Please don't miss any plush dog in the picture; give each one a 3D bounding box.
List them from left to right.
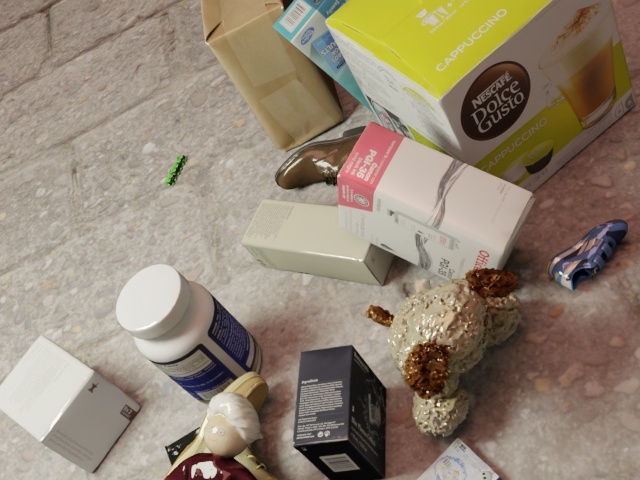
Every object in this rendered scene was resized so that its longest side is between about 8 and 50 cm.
[{"bbox_3d":[0.178,0.130,1.301,0.210,0.225,0.262,34,71,4],"label":"plush dog"}]

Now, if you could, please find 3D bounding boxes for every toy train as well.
[{"bbox_3d":[-0.326,-0.157,1.980,0.023,0.017,0.083,-3,55,41],"label":"toy train"}]

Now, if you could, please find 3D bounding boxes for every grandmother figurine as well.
[{"bbox_3d":[-0.163,0.394,1.299,0.207,0.104,0.343,11,77,17],"label":"grandmother figurine"}]

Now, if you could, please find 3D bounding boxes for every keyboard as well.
[{"bbox_3d":[-0.213,0.406,1.489,0.108,0.023,0.180,-30,46,-3],"label":"keyboard"}]

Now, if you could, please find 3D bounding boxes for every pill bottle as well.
[{"bbox_3d":[-0.223,0.162,1.512,0.153,0.265,0.153,-15,50,19],"label":"pill bottle"}]

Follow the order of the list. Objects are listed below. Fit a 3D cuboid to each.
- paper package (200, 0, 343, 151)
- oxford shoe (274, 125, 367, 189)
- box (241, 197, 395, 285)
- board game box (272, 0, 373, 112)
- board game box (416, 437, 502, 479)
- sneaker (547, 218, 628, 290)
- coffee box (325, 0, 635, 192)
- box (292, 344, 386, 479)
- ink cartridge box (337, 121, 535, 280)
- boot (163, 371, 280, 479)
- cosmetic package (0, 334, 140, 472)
[{"bbox_3d":[-0.105,-0.413,1.843,0.168,0.325,0.310,-24,47,11],"label":"paper package"},{"bbox_3d":[0.015,-0.145,1.738,0.227,0.083,0.096,-22,53,15],"label":"oxford shoe"},{"bbox_3d":[0.000,0.000,1.627,0.275,0.094,0.113,9,62,34],"label":"box"},{"bbox_3d":[0.111,-0.396,1.662,0.254,0.336,0.079,-49,46,9],"label":"board game box"},{"bbox_3d":[0.203,0.352,1.297,0.090,0.020,0.090,-43,47,-7],"label":"board game box"},{"bbox_3d":[0.431,0.025,1.397,0.144,0.053,0.059,-40,46,9],"label":"sneaker"},{"bbox_3d":[0.279,-0.311,1.541,0.337,0.334,0.338,-41,47,-4],"label":"coffee box"},{"bbox_3d":[0.033,0.269,1.362,0.093,0.156,0.158,-12,51,20],"label":"box"},{"bbox_3d":[0.177,-0.046,1.420,0.283,0.207,0.117,26,70,13],"label":"ink cartridge box"},{"bbox_3d":[-0.110,0.352,1.418,0.203,0.095,0.262,20,59,30],"label":"boot"},{"bbox_3d":[-0.467,0.298,1.622,0.183,0.151,0.151,22,69,40],"label":"cosmetic package"}]
